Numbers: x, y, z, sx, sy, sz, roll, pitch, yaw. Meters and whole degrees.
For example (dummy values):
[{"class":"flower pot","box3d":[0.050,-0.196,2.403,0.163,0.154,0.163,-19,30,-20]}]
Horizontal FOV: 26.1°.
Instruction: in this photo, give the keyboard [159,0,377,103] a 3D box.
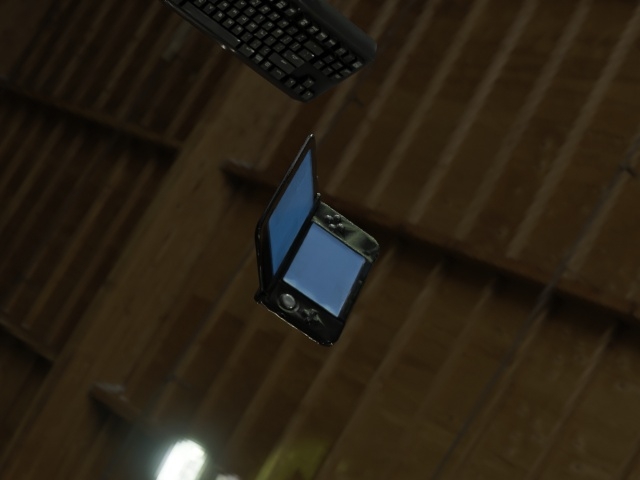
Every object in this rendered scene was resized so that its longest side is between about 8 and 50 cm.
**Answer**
[{"class":"keyboard","box3d":[-0.035,-0.165,0.961,0.108,0.180,0.023,-34,-136,27]}]

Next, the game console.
[{"class":"game console","box3d":[0.000,0.000,1.060,0.071,0.107,0.122,-47,-169,46]}]
